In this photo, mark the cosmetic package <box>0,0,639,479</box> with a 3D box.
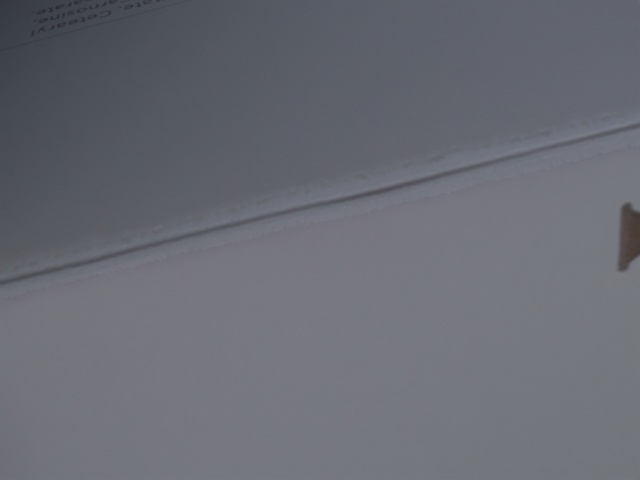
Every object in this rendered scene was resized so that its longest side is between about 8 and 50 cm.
[{"bbox_3d":[0.000,0.000,0.551,0.394,0.327,0.329,-109,-173,-53],"label":"cosmetic package"}]
